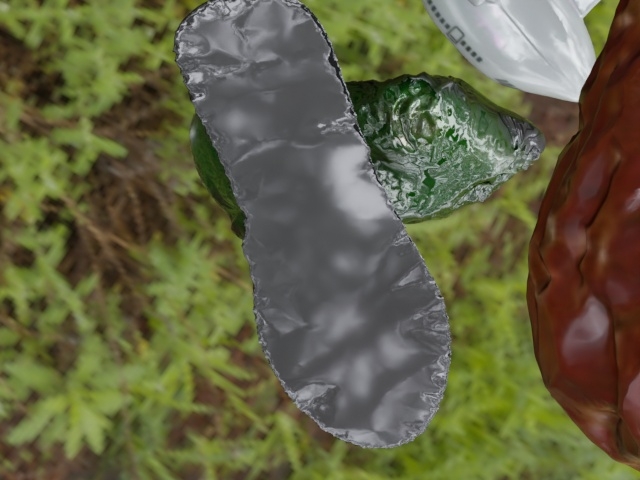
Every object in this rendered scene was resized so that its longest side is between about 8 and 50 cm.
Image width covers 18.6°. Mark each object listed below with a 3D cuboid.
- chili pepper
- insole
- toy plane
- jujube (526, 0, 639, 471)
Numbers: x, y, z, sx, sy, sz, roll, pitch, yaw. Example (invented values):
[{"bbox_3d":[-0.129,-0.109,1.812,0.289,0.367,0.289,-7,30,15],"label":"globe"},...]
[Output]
[{"bbox_3d":[0.008,-0.050,1.382,0.148,0.265,0.116,30,66,-48],"label":"chili pepper"},{"bbox_3d":[0.000,0.000,1.054,0.109,0.007,0.322,-11,127,12],"label":"insole"},{"bbox_3d":[0.071,-0.181,1.112,0.101,0.255,0.251,-47,-177,17],"label":"toy plane"},{"bbox_3d":[0.179,-0.022,0.787,0.174,0.174,0.250,39,70,-44],"label":"jujube"}]
